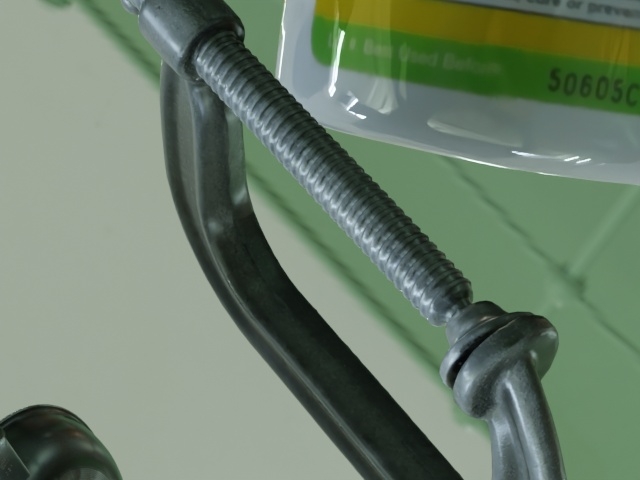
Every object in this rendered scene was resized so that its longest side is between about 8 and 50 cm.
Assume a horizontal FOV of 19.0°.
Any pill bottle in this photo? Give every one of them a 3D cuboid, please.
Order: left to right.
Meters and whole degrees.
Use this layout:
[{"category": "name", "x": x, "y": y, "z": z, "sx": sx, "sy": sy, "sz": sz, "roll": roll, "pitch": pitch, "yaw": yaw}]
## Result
[{"category": "pill bottle", "x": 0.071, "y": -0.144, "z": 0.497, "sx": 0.136, "sy": 0.246, "sz": 0.136, "roll": 9, "pitch": -172, "yaw": -1}]

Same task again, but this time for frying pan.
[{"category": "frying pan", "x": -0.183, "y": 0.143, "z": 1.189, "sx": 0.053, "sy": 0.326, "sz": 0.197, "roll": 7, "pitch": -156, "yaw": 28}]

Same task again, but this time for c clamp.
[{"category": "c clamp", "x": 0.000, "y": 0.000, "z": 0.380, "sx": 0.022, "sy": 0.137, "sz": 0.161, "roll": -28, "pitch": -118, "yaw": -23}]
